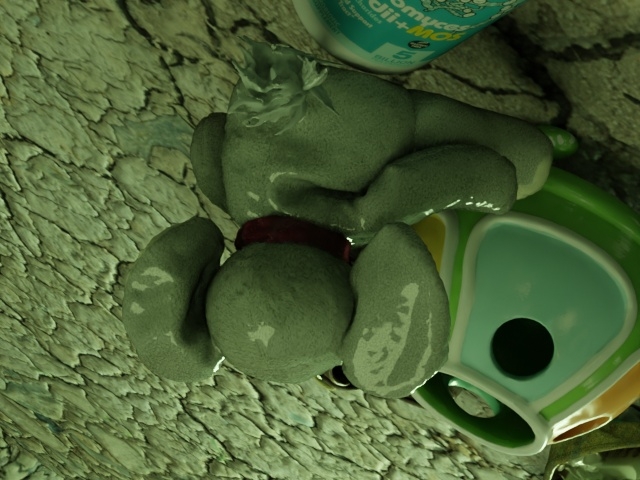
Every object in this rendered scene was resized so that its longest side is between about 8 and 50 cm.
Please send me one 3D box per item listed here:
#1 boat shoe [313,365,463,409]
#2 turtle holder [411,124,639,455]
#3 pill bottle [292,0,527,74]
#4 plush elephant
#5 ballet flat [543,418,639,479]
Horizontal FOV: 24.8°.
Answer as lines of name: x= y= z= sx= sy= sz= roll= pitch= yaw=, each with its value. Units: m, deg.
boat shoe: x=0.040 y=0.130 z=1.732 sx=0.324 sy=0.096 sz=0.116 roll=11 pitch=147 yaw=39
turtle holder: x=0.160 y=0.039 z=1.275 sx=0.320 sy=0.227 sz=0.243 roll=41 pitch=154 yaw=-19
pill bottle: x=0.091 y=-0.217 z=0.987 sx=0.146 sy=0.146 sz=0.264 roll=39 pitch=154 yaw=-13
plush elephant: x=0.000 y=0.000 z=1.116 sx=0.272 sy=0.255 sz=0.330 roll=12 pitch=-179 yaw=23
ballet flat: x=0.363 y=0.245 z=1.547 sx=0.123 sy=0.123 sz=0.349 roll=42 pitch=153 yaw=-19
